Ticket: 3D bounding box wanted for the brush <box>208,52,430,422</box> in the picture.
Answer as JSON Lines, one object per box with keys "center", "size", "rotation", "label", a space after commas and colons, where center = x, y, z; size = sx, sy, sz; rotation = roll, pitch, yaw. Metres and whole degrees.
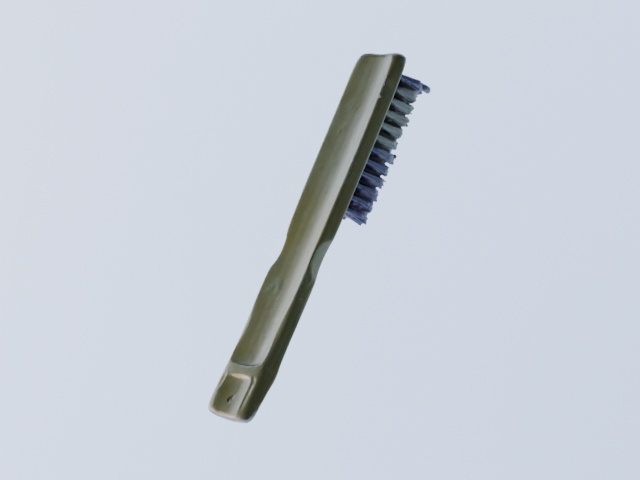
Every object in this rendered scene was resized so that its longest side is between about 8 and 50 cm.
{"center": [0.000, 0.000, 0.881], "size": [0.033, 0.030, 0.178], "rotation": [16, -99, 45], "label": "brush"}
